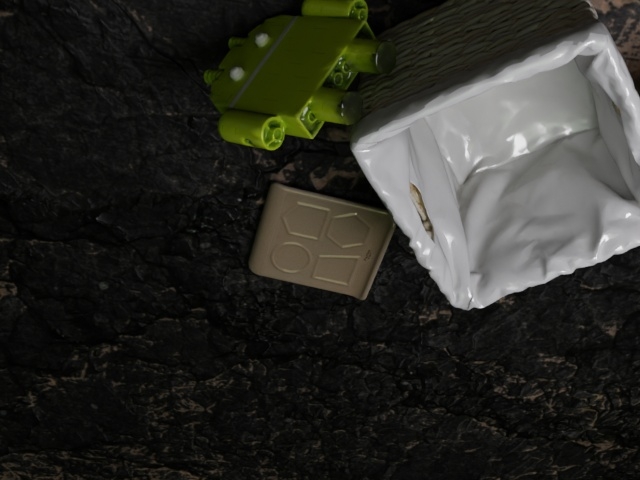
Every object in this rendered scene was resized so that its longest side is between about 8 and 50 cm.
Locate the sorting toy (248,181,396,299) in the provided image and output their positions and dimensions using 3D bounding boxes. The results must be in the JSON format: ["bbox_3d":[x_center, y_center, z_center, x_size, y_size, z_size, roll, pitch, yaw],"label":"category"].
[{"bbox_3d":[0.000,0.000,1.508,0.208,0.038,0.193,16,129,-4],"label":"sorting toy"}]

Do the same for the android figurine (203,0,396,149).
[{"bbox_3d":[-0.039,-0.219,1.196,0.273,0.248,0.056,19,157,40],"label":"android figurine"}]

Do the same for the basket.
[{"bbox_3d":[0.248,-0.141,1.220,0.331,0.266,0.328,-23,125,20],"label":"basket"}]
